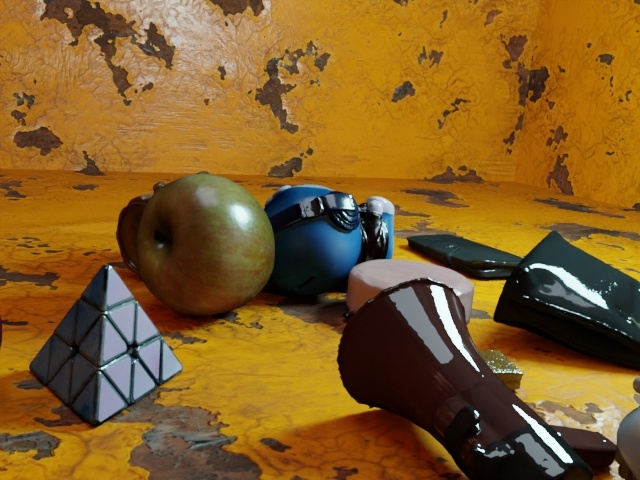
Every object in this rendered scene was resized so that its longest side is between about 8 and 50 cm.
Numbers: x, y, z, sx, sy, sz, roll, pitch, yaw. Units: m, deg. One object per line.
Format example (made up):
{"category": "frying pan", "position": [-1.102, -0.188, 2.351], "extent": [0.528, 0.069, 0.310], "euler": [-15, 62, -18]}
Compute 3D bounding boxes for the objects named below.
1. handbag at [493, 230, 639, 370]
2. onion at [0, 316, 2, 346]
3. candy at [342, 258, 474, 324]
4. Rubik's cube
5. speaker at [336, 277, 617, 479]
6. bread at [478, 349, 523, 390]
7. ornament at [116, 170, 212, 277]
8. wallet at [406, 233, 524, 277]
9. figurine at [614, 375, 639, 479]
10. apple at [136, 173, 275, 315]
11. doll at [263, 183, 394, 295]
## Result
{"category": "handbag", "position": [0.508, 0.121, 1.404], "extent": [0.288, 0.152, 0.342], "euler": [27, 28, 22]}
{"category": "onion", "position": [-0.509, 0.128, 0.892], "extent": [0.248, 0.161, 0.248], "euler": [-2, 20, 1]}
{"category": "candy", "position": [0.164, 0.105, 1.431], "extent": [0.255, 0.094, 0.255], "euler": [5, 12, -1]}
{"category": "Rubik's cube", "position": [-0.285, 0.150, 0.959], "extent": [0.211, 0.190, 0.178], "euler": [-2, 30, -10]}
{"category": "speaker", "position": [0.197, 0.223, 0.904], "extent": [0.259, 0.198, 0.329], "euler": [46, -1, -41]}
{"category": "bread", "position": [0.252, 0.200, 1.162], "extent": [0.090, 0.035, 0.094], "euler": [2, 13, -12]}
{"category": "ornament", "position": [-0.296, -0.026, 1.591], "extent": [0.235, 0.221, 0.218], "euler": [3, 13, 33]}
{"category": "wallet", "position": [0.385, 0.035, 1.973], "extent": [0.197, 0.051, 0.377], "euler": [1, 11, -24]}
{"category": "figurine", "position": [0.397, 0.261, 0.739], "extent": [0.194, 0.133, 0.274], "euler": [4, 23, -4]}
{"category": "apple", "position": [-0.198, 0.012, 1.349], "extent": [0.234, 0.256, 0.257], "euler": [14, 3, -42]}
{"category": "doll", "position": [0.000, 0.000, 1.554], "extent": [0.310, 0.240, 0.284], "euler": [13, -39, -42]}
